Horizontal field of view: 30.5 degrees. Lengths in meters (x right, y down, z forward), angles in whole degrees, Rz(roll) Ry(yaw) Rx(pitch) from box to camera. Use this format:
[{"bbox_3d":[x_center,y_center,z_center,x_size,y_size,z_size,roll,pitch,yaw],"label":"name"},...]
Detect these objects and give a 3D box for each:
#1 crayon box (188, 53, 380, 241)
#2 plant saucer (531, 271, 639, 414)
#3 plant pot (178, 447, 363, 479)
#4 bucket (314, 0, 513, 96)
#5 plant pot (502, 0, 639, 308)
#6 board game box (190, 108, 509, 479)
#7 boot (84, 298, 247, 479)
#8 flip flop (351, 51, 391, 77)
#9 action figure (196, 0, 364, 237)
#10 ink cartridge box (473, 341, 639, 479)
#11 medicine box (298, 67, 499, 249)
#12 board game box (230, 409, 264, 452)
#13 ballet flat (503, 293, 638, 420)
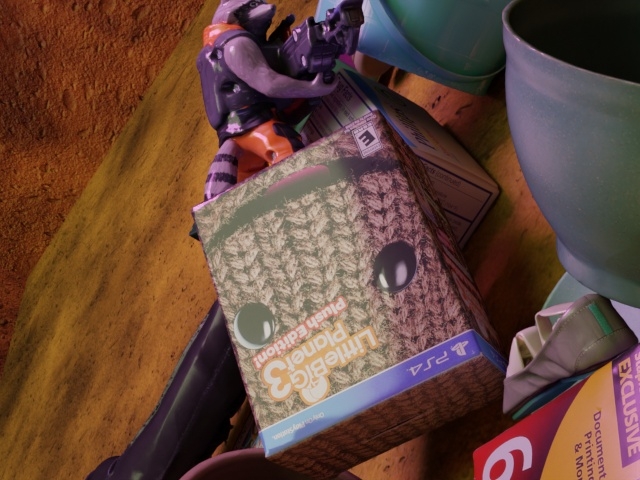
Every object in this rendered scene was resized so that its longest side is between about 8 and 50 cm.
[{"bbox_3d":[-0.050,-0.163,1.900,0.313,0.106,0.363,-21,42,64],"label":"crayon box"},{"bbox_3d":[0.256,0.090,1.038,0.195,0.037,0.195,-49,26,33],"label":"plant saucer"},{"bbox_3d":[-0.056,0.382,1.195,0.263,0.263,0.229,-98,22,-56],"label":"plant pot"},{"bbox_3d":[0.132,-0.308,1.467,0.281,0.281,0.183,-125,54,-66],"label":"bucket"},{"bbox_3d":[0.276,-0.066,0.883,0.293,0.293,0.196,-108,17,-61],"label":"plant pot"},{"bbox_3d":[0.030,0.058,1.193,0.232,0.141,0.291,-28,61,13],"label":"board game box"},{"bbox_3d":[-0.205,0.247,1.747,0.445,0.146,0.367,-64,14,4],"label":"boot"},{"bbox_3d":[0.147,-0.339,1.706,0.277,0.112,0.080,-52,50,24],"label":"flip flop"},{"bbox_3d":[-0.070,-0.165,1.406,0.341,0.179,0.330,133,131,-61],"label":"action figure"},{"bbox_3d":[0.236,0.237,0.791,0.272,0.130,0.309,-44,28,39],"label":"ink cartridge box"},{"bbox_3d":[0.046,-0.027,1.472,0.289,0.149,0.263,-57,29,16],"label":"medicine box"},{"bbox_3d":[-0.068,0.266,1.604,0.201,0.035,0.136,-64,21,0],"label":"board game box"},{"bbox_3d":[0.193,0.092,0.966,0.068,0.072,0.213,61,160,12],"label":"ballet flat"}]
